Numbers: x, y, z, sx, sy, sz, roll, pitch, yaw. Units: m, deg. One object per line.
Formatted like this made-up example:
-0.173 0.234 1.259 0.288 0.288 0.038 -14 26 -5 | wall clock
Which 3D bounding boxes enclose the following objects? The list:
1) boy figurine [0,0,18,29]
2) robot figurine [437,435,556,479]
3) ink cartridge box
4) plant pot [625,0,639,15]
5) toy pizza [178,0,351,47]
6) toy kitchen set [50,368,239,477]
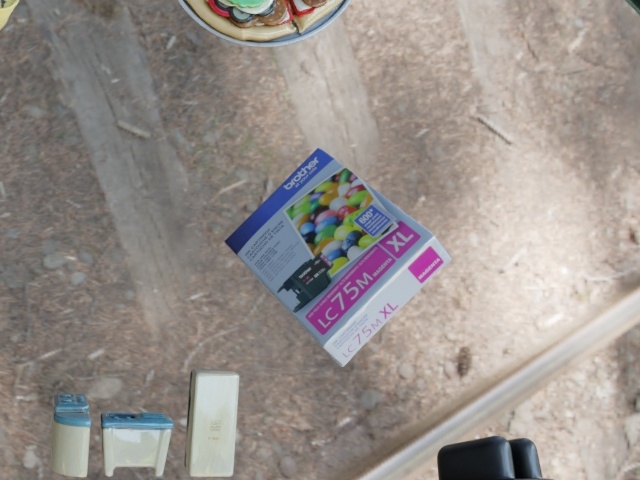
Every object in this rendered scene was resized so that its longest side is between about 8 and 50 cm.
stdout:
-0.444 -0.281 0.990 0.092 0.177 0.285 -45 153 13 | boy figurine
0.212 0.370 1.049 0.209 0.173 0.278 -2 69 -8 | robot figurine
0.000 0.000 1.166 0.186 0.311 0.065 -45 132 -3 | ink cartridge box
0.545 -0.390 1.155 0.252 0.247 0.248 -38 78 -2 | plant pot
-0.054 -0.288 0.886 0.201 0.032 0.201 0 86 -4 | toy pizza
-0.219 0.208 1.118 0.207 0.166 0.122 5 90 -17 | toy kitchen set
